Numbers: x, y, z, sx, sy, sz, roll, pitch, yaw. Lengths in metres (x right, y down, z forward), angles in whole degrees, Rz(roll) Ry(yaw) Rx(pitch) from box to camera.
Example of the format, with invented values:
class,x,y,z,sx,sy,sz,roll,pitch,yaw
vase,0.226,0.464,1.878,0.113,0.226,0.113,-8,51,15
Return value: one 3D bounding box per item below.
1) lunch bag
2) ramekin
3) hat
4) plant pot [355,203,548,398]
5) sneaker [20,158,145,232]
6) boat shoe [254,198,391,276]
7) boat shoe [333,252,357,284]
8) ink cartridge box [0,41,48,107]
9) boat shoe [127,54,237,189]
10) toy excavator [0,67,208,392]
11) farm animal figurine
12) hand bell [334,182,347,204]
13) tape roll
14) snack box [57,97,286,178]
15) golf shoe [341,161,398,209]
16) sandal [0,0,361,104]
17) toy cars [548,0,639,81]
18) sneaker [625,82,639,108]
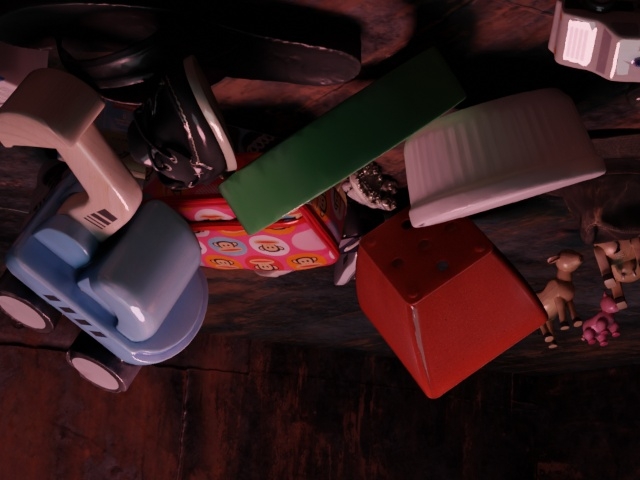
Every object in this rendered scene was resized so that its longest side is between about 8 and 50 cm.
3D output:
class,x,y,z,sx,sy,sz,roll,pitch,yaw
lunch bag,-0.124,-0.054,1.789,0.293,0.120,0.258,-2,152,22
ramekin,0.236,-0.113,1.572,0.272,0.127,0.273,-16,178,-1
hat,0.465,-0.062,1.868,0.331,0.134,0.331,3,167,1
plant pot,0.211,0.068,2.094,0.267,0.267,0.236,-34,142,-5
sneaker,-0.363,-0.014,1.902,0.210,0.366,0.137,-5,130,1
boat shoe,0.000,0.000,2.236,0.158,0.127,0.340,5,168,-30
boat shoe,0.084,0.045,2.528,0.076,0.080,0.228,7,158,-12
ink cartridge box,-0.472,-0.224,1.492,0.203,0.086,0.148,-6,164,31
boat shoe,-0.168,-0.122,1.361,0.113,0.127,0.340,-20,180,-5
toy excavator,-0.291,-0.016,1.585,0.433,0.222,0.445,42,148,-19
farm animal figurine,0.562,0.054,2.254,0.330,0.172,0.327,-11,147,1
hand bell,0.011,-0.117,1.855,0.126,0.126,0.242,6,154,-12
tape roll,0.026,-0.122,1.442,0.321,0.077,0.321,-33,-177,2
snack box,-0.227,-0.142,1.834,0.322,0.060,0.187,11,162,-32
golf shoe,0.068,-0.089,1.988,0.086,0.069,0.176,4,167,22
sandal,-0.169,-0.220,1.398,0.445,0.107,0.167,5,166,-8
toy cars,0.431,-0.172,1.337,0.393,0.087,0.176,28,139,-27
sneaker,0.509,-0.164,1.487,0.234,0.106,0.078,2,165,6
